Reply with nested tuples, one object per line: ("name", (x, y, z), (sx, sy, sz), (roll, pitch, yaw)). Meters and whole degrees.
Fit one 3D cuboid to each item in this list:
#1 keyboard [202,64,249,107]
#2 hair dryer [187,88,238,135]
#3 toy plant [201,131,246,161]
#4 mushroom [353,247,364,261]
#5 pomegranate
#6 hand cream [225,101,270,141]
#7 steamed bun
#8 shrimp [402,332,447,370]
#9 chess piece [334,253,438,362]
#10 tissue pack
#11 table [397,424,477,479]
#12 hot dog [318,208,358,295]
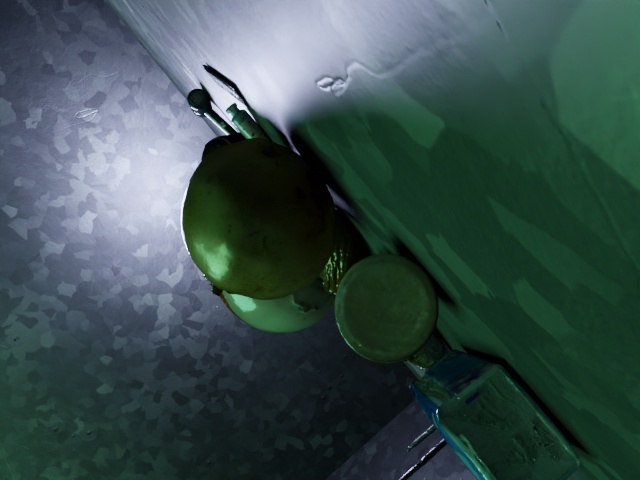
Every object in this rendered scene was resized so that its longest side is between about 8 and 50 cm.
("keyboard", (-0.213, -0.346, 1.133), (0.063, 0.010, 0.198), (50, 177, -42))
("hair dryer", (-0.351, -0.410, 1.715), (0.219, 0.071, 0.124), (43, 177, -8))
("toy plant", (-0.177, -0.181, 1.310), (0.235, 0.175, 0.218), (4, -135, -55))
("mushroom", (0.108, 0.056, 1.310), (0.101, 0.019, 0.049), (50, 174, -7))
("pomegranate", (-0.124, -0.027, 0.970), (0.319, 0.319, 0.319), (49, 176, 5))
("hand cream", (-0.152, -0.243, 1.179), (0.170, 0.043, 0.065), (49, 177, -26))
("steamed bun", (-0.142, 0.104, 1.390), (0.374, 0.241, 0.374), (35, -165, -11))
("shrimp", (0.173, 0.192, 1.154), (0.343, 0.116, 0.145), (45, 176, -30))
("chess piece", (0.103, 0.102, 0.914), (0.167, 0.167, 0.300), (50, -179, 1))
("tissue pack", (0.277, 0.306, 0.868), (0.198, 0.146, 0.263), (51, 177, 7))
("table", (0.376, 0.621, 1.517), (0.317, 0.249, 0.317), (34, -169, -7))
("hot dog", (0.017, 0.024, 1.174), (0.196, 0.122, 0.272), (50, 173, 22))
